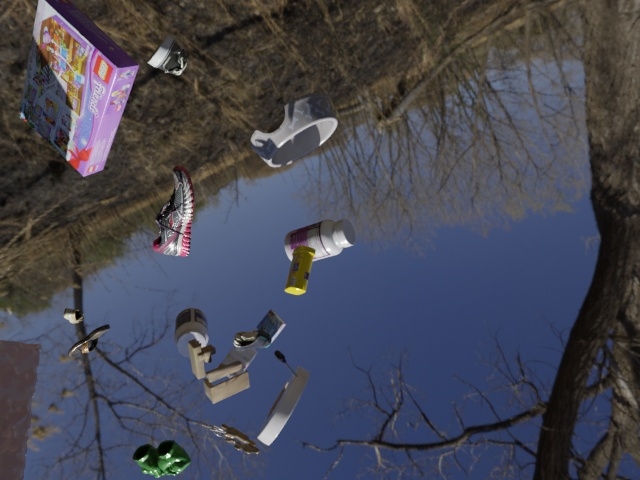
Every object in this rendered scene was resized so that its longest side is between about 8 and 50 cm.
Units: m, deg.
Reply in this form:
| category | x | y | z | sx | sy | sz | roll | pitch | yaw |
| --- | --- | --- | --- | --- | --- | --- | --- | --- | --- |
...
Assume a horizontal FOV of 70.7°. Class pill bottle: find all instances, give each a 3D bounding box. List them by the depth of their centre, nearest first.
| category | x | y | z | sx | sy | sz | roll | pitch | yaw |
| --- | --- | --- | --- | --- | --- | --- | --- | --- | --- |
| pill bottle | 0.000 | 0.000 | 2.065 | 0.302 | 0.169 | 0.169 | -17 | -162 | 27 |
| pill bottle | -0.596 | 0.425 | 2.085 | 0.153 | 0.153 | 0.265 | -27 | -162 | -9 |

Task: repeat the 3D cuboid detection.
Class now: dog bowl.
| category | x | y | z | sx | sy | sz | roll | pitch | yaw |
| --- | --- | --- | --- | --- | --- | --- | --- | --- | --- |
| dog bowl | -0.089 | -0.401 | 1.691 | 0.349 | 0.102 | 0.349 | -31 | 174 | -4 |

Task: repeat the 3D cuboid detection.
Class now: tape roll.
| category | x | y | z | sx | sy | sz | roll | pitch | yaw |
| --- | --- | --- | --- | --- | --- | --- | --- | --- | --- |
| tape roll | -0.179 | 0.799 | 2.207 | 0.391 | 0.072 | 0.392 | -58 | 178 | -2 |

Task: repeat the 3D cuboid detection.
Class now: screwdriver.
| category | x | y | z | sx | sy | sz | roll | pitch | yaw |
| --- | --- | --- | --- | --- | --- | --- | --- | --- | --- |
| screwdriver | -0.098 | 0.368 | 1.334 | 0.024 | 0.025 | 0.170 | -51 | -148 | -8 |

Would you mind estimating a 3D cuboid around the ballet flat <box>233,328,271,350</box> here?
| category | x | y | z | sx | sy | sz | roll | pitch | yaw |
| --- | --- | --- | --- | --- | --- | --- | --- | --- | --- |
| ballet flat | -0.249 | 0.333 | 1.530 | 0.203 | 0.074 | 0.074 | -16 | -163 | 43 |

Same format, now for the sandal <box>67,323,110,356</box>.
| category | x | y | z | sx | sy | sz | roll | pitch | yaw |
| --- | --- | --- | --- | --- | --- | --- | --- | --- | --- |
| sandal | -0.948 | 0.423 | 1.858 | 0.219 | 0.060 | 0.090 | -35 | 178 | 6 |

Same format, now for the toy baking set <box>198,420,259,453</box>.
| category | x | y | z | sx | sy | sz | roll | pitch | yaw |
| --- | --- | --- | --- | --- | --- | --- | --- | --- | --- |
| toy baking set | -0.356 | 0.776 | 1.802 | 0.030 | 0.256 | 0.196 | -60 | 169 | -15 |

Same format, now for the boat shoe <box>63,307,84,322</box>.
| category | x | y | z | sx | sy | sz | roll | pitch | yaw |
| --- | --- | --- | --- | --- | --- | --- | --- | --- | --- |
| boat shoe | -0.935 | 0.291 | 1.730 | 0.045 | 0.050 | 0.135 | 6 | 163 | -4 |

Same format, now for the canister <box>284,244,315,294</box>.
| category | x | y | z | sx | sy | sz | roll | pitch | yaw |
| --- | --- | --- | --- | --- | --- | --- | --- | --- | --- |
| canister | -0.080 | 0.116 | 1.734 | 0.126 | 0.074 | 0.169 | 145 | -40 | -66 |

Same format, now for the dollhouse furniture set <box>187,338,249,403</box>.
| category | x | y | z | sx | sy | sz | roll | pitch | yaw |
| --- | --- | --- | --- | --- | --- | --- | --- | --- | --- |
| dollhouse furniture set | -0.316 | 0.384 | 1.400 | 0.123 | 0.143 | 0.151 | -16 | -157 | -34 |

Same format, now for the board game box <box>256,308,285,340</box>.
| category | x | y | z | sx | sy | sz | roll | pitch | yaw |
| --- | --- | --- | --- | --- | --- | --- | --- | --- | --- |
| board game box | -0.186 | 0.321 | 1.692 | 0.090 | 0.020 | 0.090 | 40 | -87 | 36 |

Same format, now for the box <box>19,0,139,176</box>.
| category | x | y | z | sx | sy | sz | roll | pitch | yaw |
| --- | --- | --- | --- | --- | --- | --- | --- | --- | --- |
| box | -0.502 | -0.302 | 0.921 | 0.293 | 0.201 | 0.057 | -48 | 178 | 37 |

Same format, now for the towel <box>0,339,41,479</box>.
| category | x | y | z | sx | sy | sz | roll | pitch | yaw |
| --- | --- | --- | --- | --- | --- | --- | --- | --- | --- |
| towel | -0.683 | 0.324 | 0.778 | 0.053 | 0.317 | 0.331 | -39 | -131 | 37 |

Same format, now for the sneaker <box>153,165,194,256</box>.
| category | x | y | z | sx | sy | sz | roll | pitch | yaw |
| --- | --- | --- | --- | --- | --- | --- | --- | --- | --- |
| sneaker | -0.450 | -0.083 | 1.389 | 0.112 | 0.298 | 0.121 | 5 | -157 | -19 |

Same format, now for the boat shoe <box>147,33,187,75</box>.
| category | x | y | z | sx | sy | sz | roll | pitch | yaw |
| --- | --- | --- | --- | --- | --- | --- | --- | --- | --- |
| boat shoe | -0.346 | -0.430 | 1.059 | 0.077 | 0.070 | 0.219 | -48 | -156 | 12 |

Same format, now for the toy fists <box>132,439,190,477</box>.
| category | x | y | z | sx | sy | sz | roll | pitch | yaw |
| --- | --- | --- | --- | --- | --- | --- | --- | --- | --- |
| toy fists | -0.679 | 0.950 | 1.945 | 0.279 | 0.142 | 0.096 | -22 | -152 | 26 |

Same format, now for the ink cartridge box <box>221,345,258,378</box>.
| category | x | y | z | sx | sy | sz | roll | pitch | yaw |
| --- | --- | --- | --- | --- | --- | --- | --- | --- | --- |
| ink cartridge box | -0.333 | 0.485 | 1.824 | 0.143 | 0.092 | 0.090 | -54 | 176 | -8 |
